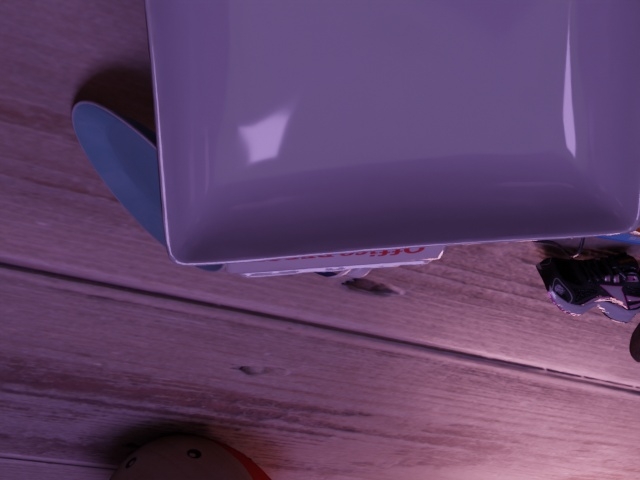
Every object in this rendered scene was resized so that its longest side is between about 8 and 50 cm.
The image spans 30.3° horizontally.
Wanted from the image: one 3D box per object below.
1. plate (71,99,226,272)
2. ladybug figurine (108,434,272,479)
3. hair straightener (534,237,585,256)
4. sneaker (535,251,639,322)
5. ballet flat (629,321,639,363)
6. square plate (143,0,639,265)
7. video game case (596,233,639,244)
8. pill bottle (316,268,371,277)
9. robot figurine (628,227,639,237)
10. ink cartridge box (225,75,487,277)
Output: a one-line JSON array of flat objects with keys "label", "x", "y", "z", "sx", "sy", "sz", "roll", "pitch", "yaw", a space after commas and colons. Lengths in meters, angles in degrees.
[{"label": "plate", "x": -0.141, "y": -0.050, "z": 1.013, "sx": 0.024, "sy": 0.188, "sz": 0.188, "roll": -44, "pitch": 161, "yaw": -22}, {"label": "ladybug figurine", "x": -0.196, "y": 0.423, "z": 1.839, "sx": 0.305, "sy": 0.162, "sz": 0.449, "roll": -8, "pitch": 151, "yaw": 2}, {"label": "hair straightener", "x": 0.249, "y": -0.046, "z": 1.143, "sx": 0.047, "sy": 0.089, "sz": 0.230, "roll": -1, "pitch": 151, "yaw": -15}, {"label": "sneaker", "x": 0.323, "y": 0.040, "z": 1.357, "sx": 0.178, "sy": 0.072, "sz": 0.077, "roll": 9, "pitch": 137, "yaw": -41}, {"label": "ballet flat", "x": 0.478, "y": 0.045, "z": 1.372, "sx": 0.316, "sy": 0.107, "sz": 0.106, "roll": -31, "pitch": 123, "yaw": 30}, {"label": "square plate", "x": 0.056, "y": -0.155, "z": 0.788, "sx": 0.347, "sy": 0.049, "sz": 0.344, "roll": -4, "pitch": 116, "yaw": -4}, {"label": "video game case", "x": 0.384, "y": -0.040, "z": 1.259, "sx": 0.119, "sy": 0.015, "sz": 0.166, "roll": 8, "pitch": 149, "yaw": -25}, {"label": "pill bottle", "x": 0.000, "y": 0.000, "z": 1.198, "sx": 0.120, "sy": 0.067, "sz": 0.067, "roll": 21, "pitch": 142, "yaw": -40}, {"label": "robot figurine", "x": 0.338, "y": -0.082, "z": 0.977, "sx": 0.291, "sy": 0.211, "sz": 0.085, "roll": 2, "pitch": 176, "yaw": 6}, {"label": "ink cartridge box", "x": 0.012, "y": -0.090, "z": 0.981, "sx": 0.207, "sy": 0.117, "sz": 0.283, "roll": -4, "pitch": 151, "yaw": -5}]
